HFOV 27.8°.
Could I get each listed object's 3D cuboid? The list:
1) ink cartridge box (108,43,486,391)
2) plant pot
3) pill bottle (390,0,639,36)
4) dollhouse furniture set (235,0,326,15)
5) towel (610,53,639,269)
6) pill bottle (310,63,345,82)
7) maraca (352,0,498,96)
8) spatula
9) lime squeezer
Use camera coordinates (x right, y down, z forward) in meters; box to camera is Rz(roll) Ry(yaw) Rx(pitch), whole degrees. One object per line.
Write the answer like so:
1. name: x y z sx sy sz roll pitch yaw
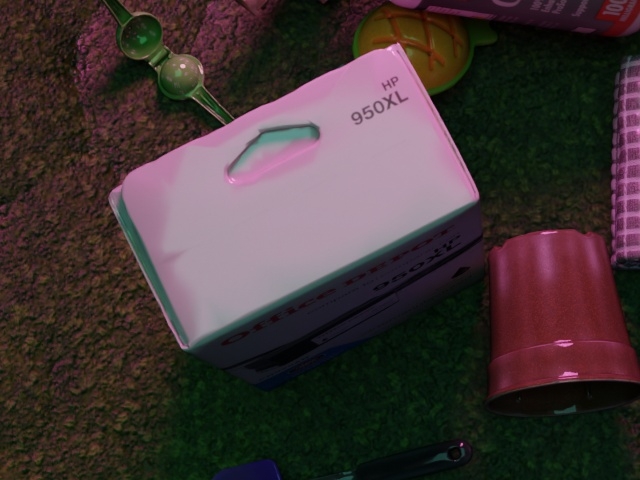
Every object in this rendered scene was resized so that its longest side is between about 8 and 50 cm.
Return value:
1. ink cartridge box: 0.000 0.000 1.253 0.285 0.395 0.166 -28 76 2
2. plant pot: 0.242 0.085 1.333 0.167 0.167 0.165 -7 70 6
3. pill bottle: 0.173 -0.337 1.349 0.363 0.210 0.210 6 79 -8
4. dollhouse furniture set: -0.046 -0.346 1.503 0.182 0.101 0.161 -46 52 -2
5. towel: 0.450 -0.078 1.350 0.284 0.121 0.235 1 80 8
6. pill bottle: -0.003 -0.140 1.450 0.120 0.067 0.067 -43 77 -2
7. maraca: 0.117 -0.225 1.440 0.186 0.099 0.127 -38 78 -28
8. spatula: 0.018 0.258 1.386 0.296 0.030 0.084 -15 75 5
9. lime squeezer: -0.172 -0.211 1.476 0.310 0.110 0.059 46 69 -17
